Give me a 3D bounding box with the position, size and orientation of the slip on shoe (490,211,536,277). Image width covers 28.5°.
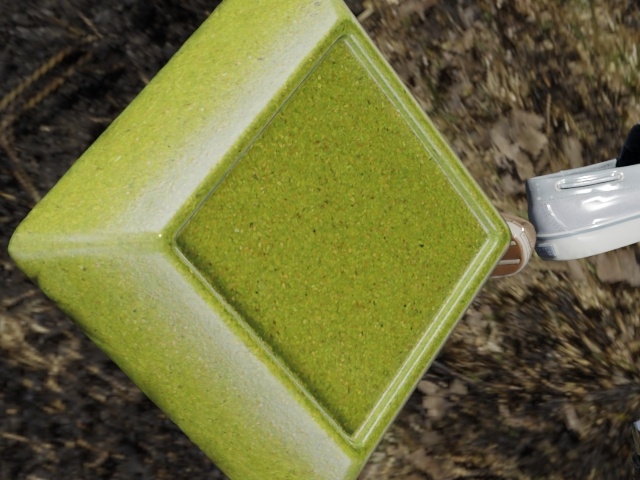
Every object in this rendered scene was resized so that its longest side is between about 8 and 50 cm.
[{"bbox_3d":[0.080,0.001,0.859,0.135,0.041,0.051,-5,114,28],"label":"slip on shoe"}]

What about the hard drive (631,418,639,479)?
[{"bbox_3d":[0.201,0.223,0.476,0.064,0.339,0.237,-22,48,3],"label":"hard drive"}]

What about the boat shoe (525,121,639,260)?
[{"bbox_3d":[0.261,-0.053,0.975,0.228,0.079,0.081,-19,99,-17],"label":"boat shoe"}]

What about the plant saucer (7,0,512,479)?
[{"bbox_3d":[0.000,0.000,0.526,0.045,0.188,0.188,-2,45,52],"label":"plant saucer"}]
